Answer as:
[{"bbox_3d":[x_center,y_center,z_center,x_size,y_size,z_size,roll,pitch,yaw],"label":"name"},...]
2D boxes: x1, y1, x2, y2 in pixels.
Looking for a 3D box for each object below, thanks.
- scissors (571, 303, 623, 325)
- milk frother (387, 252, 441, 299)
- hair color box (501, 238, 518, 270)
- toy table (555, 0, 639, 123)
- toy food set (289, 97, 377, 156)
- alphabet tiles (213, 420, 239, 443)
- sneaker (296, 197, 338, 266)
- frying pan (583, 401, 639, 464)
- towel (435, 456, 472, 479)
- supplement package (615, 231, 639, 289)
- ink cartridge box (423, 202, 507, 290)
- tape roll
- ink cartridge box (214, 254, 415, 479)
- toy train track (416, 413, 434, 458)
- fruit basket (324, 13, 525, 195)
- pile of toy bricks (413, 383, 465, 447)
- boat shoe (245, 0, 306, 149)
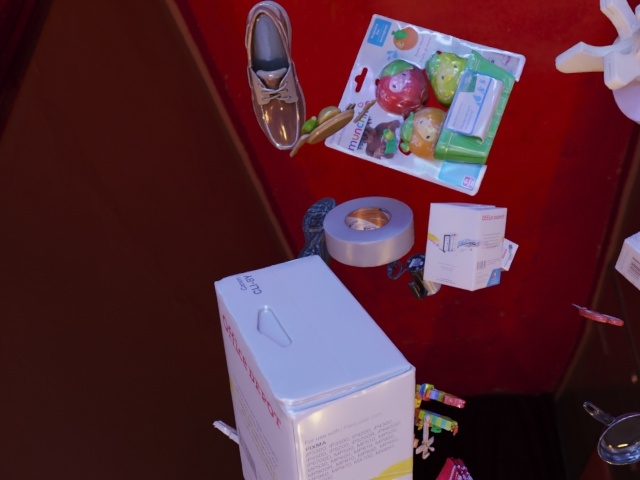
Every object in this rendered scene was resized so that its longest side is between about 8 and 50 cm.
[{"bbox_3d":[0.759,0.200,1.917,0.109,0.021,0.297,11,-175,-9],"label":"scissors"},{"bbox_3d":[0.324,0.124,2.309,0.143,0.129,0.134,25,155,49],"label":"milk frother"},{"bbox_3d":[0.535,0.022,2.120,0.167,0.093,0.053,26,170,-7],"label":"hair color box"},{"bbox_3d":[0.617,-0.377,1.308,0.161,0.274,0.252,21,141,-27],"label":"toy table"},{"bbox_3d":[0.016,-0.246,1.376,0.192,0.038,0.132,-31,177,-21],"label":"toy food set"},{"bbox_3d":[-0.117,0.496,1.502,0.284,0.021,0.278,21,160,42],"label":"alphabet tiles"},{"bbox_3d":[0.000,0.000,2.178,0.109,0.286,0.130,13,173,26],"label":"sneaker"},{"bbox_3d":[0.820,0.543,1.872,0.327,0.053,0.197,16,116,-15],"label":"frying pan"},{"bbox_3d":[0.243,0.554,1.217,0.031,0.275,0.198,24,104,-15],"label":"towel"},{"bbox_3d":[0.797,0.027,1.535,0.179,0.105,0.105,-24,139,-14],"label":"supplement package"},{"bbox_3d":[0.425,0.010,1.949,0.168,0.232,0.171,12,-169,41],"label":"ink cartridge box"},{"bbox_3d":[0.120,-0.025,1.631,0.220,0.219,0.072,-4,122,7],"label":"tape roll"},{"bbox_3d":[-0.008,0.255,0.893,0.161,0.279,0.384,-16,123,-19],"label":"ink cartridge box"},{"bbox_3d":[0.179,0.329,1.107,0.048,0.083,0.014,-20,-154,-41],"label":"toy train track"},{"bbox_3d":[0.225,-0.305,1.443,0.353,0.326,0.165,21,177,5],"label":"fruit basket"},{"bbox_3d":[0.214,0.338,1.259,0.105,0.118,0.212,14,175,30],"label":"pile of toy bricks"},{"bbox_3d":[-0.106,-0.350,1.446,0.123,0.116,0.324,-10,108,7],"label":"boat shoe"}]
